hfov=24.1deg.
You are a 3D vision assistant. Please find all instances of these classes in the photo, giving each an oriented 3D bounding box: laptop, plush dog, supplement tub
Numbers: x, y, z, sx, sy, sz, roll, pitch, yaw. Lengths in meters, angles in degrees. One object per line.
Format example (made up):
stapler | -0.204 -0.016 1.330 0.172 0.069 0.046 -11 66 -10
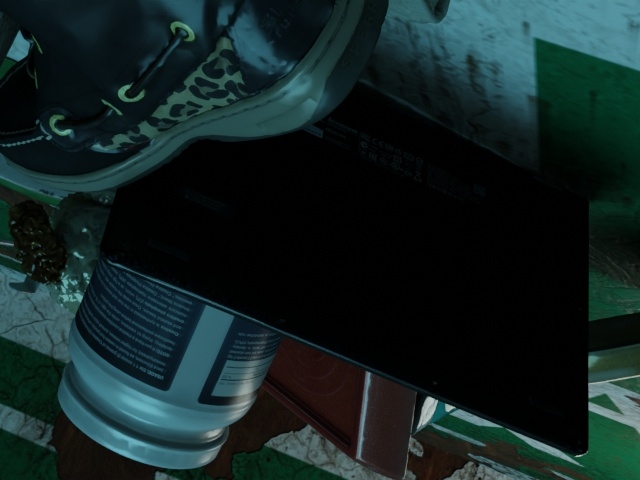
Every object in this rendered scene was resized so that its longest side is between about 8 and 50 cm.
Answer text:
laptop | 0.000 0.000 1.239 0.382 0.408 0.236 23 135 -14
plush dog | -0.201 -0.022 1.537 0.210 0.225 0.262 13 163 41
supplement tub | -0.122 0.055 1.409 0.191 0.272 0.191 23 -164 -7

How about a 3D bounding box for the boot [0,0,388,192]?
boot | -0.175 -0.157 0.913 0.284 0.138 0.377 33 158 -33

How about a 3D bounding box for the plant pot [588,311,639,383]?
plant pot | 0.262 0.093 1.312 0.236 0.032 0.236 -11 -179 0

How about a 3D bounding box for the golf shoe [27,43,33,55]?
golf shoe | -0.212 -0.161 1.248 0.105 0.120 0.273 25 169 -11

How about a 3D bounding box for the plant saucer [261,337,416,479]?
plant saucer | -0.004 0.083 1.506 0.047 0.258 0.259 -18 -143 -35

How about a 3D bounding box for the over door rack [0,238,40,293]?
over door rack | -0.422 -0.086 1.523 0.239 0.108 0.324 40 -178 26

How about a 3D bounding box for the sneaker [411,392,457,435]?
sneaker | 0.164 0.093 1.516 0.124 0.178 0.295 55 155 12

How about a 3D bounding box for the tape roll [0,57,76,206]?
tape roll | -0.364 -0.131 1.732 0.321 0.077 0.321 22 167 5

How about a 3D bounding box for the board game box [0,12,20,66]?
board game box | -0.418 -0.222 1.308 0.291 0.141 0.232 26 167 -9

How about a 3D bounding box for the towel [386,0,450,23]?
towel | -0.036 -0.221 0.850 0.187 0.049 0.282 20 167 23
